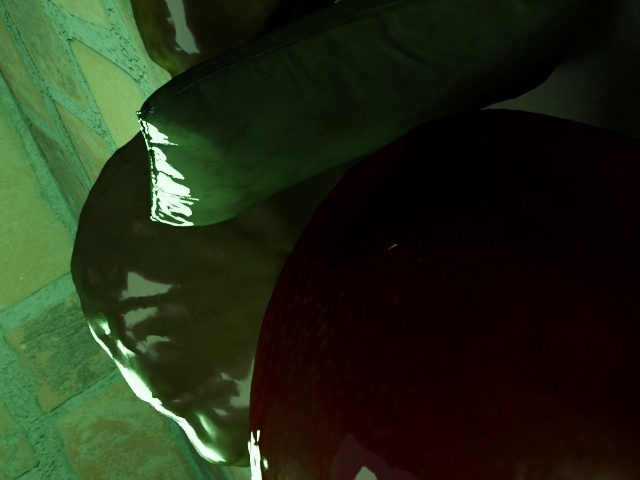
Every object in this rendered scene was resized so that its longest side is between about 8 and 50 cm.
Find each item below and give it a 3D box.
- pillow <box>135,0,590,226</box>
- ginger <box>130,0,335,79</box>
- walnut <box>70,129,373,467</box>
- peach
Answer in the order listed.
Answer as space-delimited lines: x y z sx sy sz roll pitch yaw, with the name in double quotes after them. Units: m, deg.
0.034 -0.096 0.708 0.185 0.302 0.075 103 143 -70 "pillow"
-0.043 -0.244 0.710 0.223 0.269 0.200 50 -170 0 "ginger"
-0.052 0.025 1.068 0.383 0.383 0.383 49 160 25 "walnut"
0.135 0.107 0.688 0.388 0.388 0.388 49 160 25 "peach"
